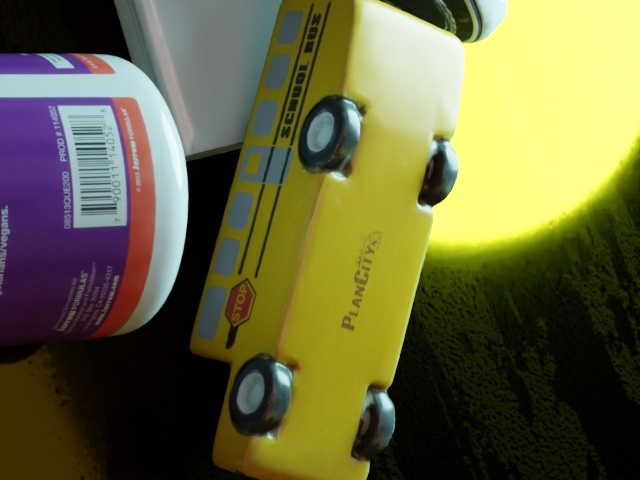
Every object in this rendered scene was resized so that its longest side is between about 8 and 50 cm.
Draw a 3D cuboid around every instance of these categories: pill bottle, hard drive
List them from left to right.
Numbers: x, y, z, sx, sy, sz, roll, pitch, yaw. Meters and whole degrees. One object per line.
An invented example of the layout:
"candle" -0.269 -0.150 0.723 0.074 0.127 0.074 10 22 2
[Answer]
"pill bottle" -0.253 -0.021 0.959 0.323 0.181 0.181 -3 82 -32
"hard drive" -0.069 -0.225 1.201 0.203 0.040 0.307 -16 89 -33

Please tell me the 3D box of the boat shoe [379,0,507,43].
"boat shoe" -0.004 -0.229 1.152 0.306 0.113 0.105 42 68 -15

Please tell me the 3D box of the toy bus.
"toy bus" 0.000 0.000 1.119 0.108 0.130 0.332 18 84 -36
